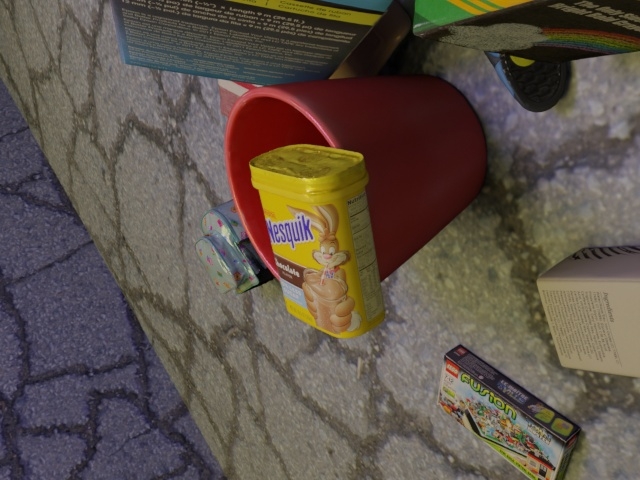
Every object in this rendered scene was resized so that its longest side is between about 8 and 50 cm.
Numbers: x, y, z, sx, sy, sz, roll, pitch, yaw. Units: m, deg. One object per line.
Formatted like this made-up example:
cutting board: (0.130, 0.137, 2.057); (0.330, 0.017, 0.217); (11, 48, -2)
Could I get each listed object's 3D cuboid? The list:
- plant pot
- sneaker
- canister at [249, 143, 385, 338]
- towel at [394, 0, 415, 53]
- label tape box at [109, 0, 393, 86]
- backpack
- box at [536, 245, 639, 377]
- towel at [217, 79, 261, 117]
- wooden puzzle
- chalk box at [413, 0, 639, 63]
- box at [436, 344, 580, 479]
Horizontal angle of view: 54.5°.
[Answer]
plant pot: (0.055, -0.083, 0.773); (0.275, 0.243, 0.274); (34, 137, 40)
sneaker: (0.191, -0.232, 0.654); (0.209, 0.069, 0.082); (60, -178, -8)
canister: (0.000, 0.000, 0.612); (0.126, 0.073, 0.169); (19, 128, 49)
towel: (0.081, -0.329, 0.782); (0.152, 0.023, 0.113); (59, 150, 6)
label tape box: (-0.079, -0.262, 0.625); (0.348, 0.249, 0.115); (163, 112, -75)
backpack: (-0.178, 0.012, 1.288); (0.188, 0.145, 0.166); (67, 154, 3)
box: (0.351, 0.066, 0.577); (0.275, 0.094, 0.113); (-3, 109, 57)
towel: (-0.114, -0.339, 1.050); (0.237, 0.037, 0.328); (34, 137, 41)
wooden puzzle: (0.000, -0.290, 0.860); (0.221, 0.044, 0.238); (52, 142, 8)
chalk box: (0.222, -0.232, 0.408); (0.289, 0.180, 0.179); (14, 102, 59)
box: (0.261, 0.252, 0.895); (0.207, 0.036, 0.114); (34, 137, 41)
